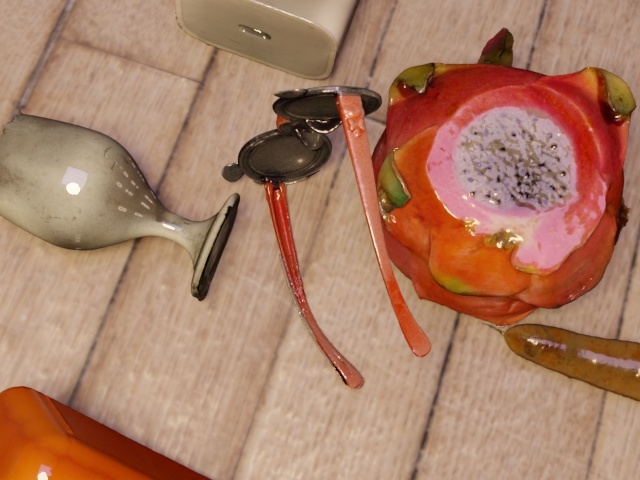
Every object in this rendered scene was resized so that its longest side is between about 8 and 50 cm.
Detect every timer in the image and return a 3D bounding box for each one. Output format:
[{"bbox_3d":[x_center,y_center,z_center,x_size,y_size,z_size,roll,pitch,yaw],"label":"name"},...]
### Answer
[{"bbox_3d":[-0.209,0.296,0.818,0.257,0.161,0.250,33,84,-23],"label":"timer"}]

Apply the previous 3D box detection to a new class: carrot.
[{"bbox_3d":[0.307,0.127,0.997,0.298,0.078,0.078,16,70,3],"label":"carrot"}]

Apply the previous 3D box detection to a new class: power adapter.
[{"bbox_3d":[-0.032,-0.331,1.096,0.187,0.124,0.255,20,69,0],"label":"power adapter"}]

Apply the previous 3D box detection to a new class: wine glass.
[{"bbox_3d":[-0.208,-0.037,0.975,0.241,0.126,0.126,22,70,-1],"label":"wine glass"}]

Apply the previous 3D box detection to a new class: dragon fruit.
[{"bbox_3d":[0.182,-0.065,0.986,0.290,0.189,0.291,2,70,-5],"label":"dragon fruit"}]

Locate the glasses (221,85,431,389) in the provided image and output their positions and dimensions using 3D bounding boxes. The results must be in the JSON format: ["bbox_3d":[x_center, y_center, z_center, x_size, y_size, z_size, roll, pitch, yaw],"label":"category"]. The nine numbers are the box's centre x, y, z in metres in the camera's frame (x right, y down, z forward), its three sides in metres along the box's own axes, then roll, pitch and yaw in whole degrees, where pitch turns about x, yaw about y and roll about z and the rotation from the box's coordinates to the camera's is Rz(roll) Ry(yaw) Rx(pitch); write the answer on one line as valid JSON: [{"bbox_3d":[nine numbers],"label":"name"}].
[{"bbox_3d":[0.000,0.000,0.927,0.118,0.234,0.268,-4,74,-24],"label":"glasses"}]
